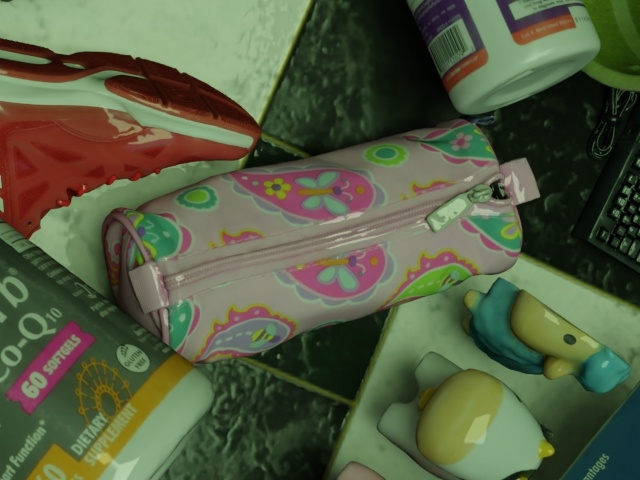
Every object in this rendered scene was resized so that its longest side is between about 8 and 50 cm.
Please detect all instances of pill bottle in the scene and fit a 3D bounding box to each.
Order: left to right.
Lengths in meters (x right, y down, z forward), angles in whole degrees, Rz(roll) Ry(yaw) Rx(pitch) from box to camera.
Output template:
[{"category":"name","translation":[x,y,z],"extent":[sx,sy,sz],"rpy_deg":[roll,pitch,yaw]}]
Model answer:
[{"category":"pill bottle","translation":[-0.215,0.068,0.990],"extent":[0.278,0.162,0.162],"rpy_deg":[37,82,2]},{"category":"pill bottle","translation":[0.104,-0.193,1.126],"extent":[0.108,0.108,0.193],"rpy_deg":[-20,82,-17]}]

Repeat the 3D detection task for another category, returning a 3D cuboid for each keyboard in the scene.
[{"category":"keyboard","translation":[0.252,-0.072,1.251],"extent":[0.108,0.023,0.180],"rpy_deg":[29,84,-19]}]

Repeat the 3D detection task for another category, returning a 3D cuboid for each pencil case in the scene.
[{"category":"pencil case","translation":[0.000,0.000,1.112],"extent":[0.284,0.124,0.124],"rpy_deg":[-15,99,-20]}]

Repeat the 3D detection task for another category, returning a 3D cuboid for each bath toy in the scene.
[{"category":"bath toy","translation":[0.064,0.196,1.130],"extent":[0.129,0.151,0.348],"rpy_deg":[35,85,14]}]

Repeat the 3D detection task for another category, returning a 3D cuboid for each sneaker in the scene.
[{"category":"sneaker","translation":[-0.156,-0.054,1.093],"extent":[0.221,0.087,0.128],"rpy_deg":[12,113,-26]}]

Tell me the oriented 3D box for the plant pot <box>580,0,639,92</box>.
[{"category":"plant pot","translation":[0.340,-0.210,1.166],"extent":[0.254,0.276,0.276],"rpy_deg":[13,90,-32]}]

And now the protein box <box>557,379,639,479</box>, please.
[{"category":"protein box","translation":[0.263,0.219,1.140],"extent":[0.201,0.136,0.200],"rpy_deg":[32,54,21]}]
